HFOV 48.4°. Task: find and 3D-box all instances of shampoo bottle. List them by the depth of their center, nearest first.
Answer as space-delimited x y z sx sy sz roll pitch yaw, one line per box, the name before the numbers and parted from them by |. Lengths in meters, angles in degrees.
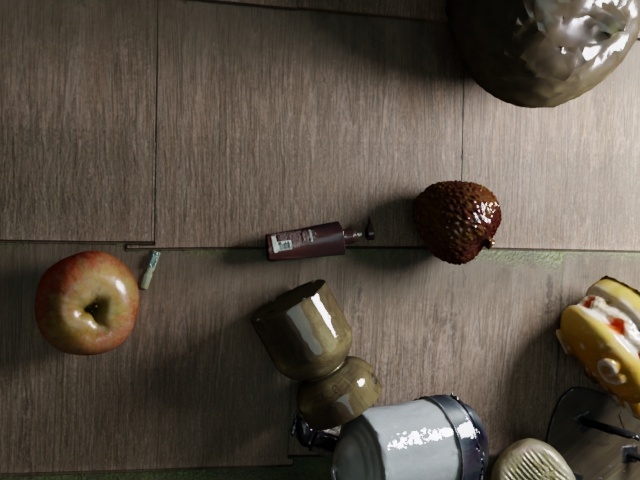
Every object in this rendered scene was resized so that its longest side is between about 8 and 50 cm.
shampoo bottle | -0.001 -0.002 1.530 0.236 0.067 0.068 -7 105 -11

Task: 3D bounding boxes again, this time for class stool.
stool | -0.009 0.235 1.484 0.179 0.179 0.264 -30 98 -8

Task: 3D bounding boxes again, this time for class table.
table | 0.676 0.502 1.593 0.317 0.249 0.317 -1 94 -11

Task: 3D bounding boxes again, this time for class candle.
candle | 0.162 0.443 1.480 0.342 0.221 0.221 -1 94 -25

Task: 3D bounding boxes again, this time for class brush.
brush | -0.357 0.062 1.493 0.016 0.013 0.084 20 91 -13

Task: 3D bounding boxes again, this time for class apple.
apple | -0.458 0.125 1.403 0.209 0.164 0.209 -4 100 -21

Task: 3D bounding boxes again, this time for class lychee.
lychee | 0.295 -0.041 1.528 0.194 0.194 0.194 -1 94 -11

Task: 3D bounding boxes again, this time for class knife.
knife | 0.103 0.472 1.589 0.365 0.043 0.089 25 91 -12

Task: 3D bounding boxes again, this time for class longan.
longan | 0.444 -0.461 1.427 0.391 0.391 0.391 -1 94 -11

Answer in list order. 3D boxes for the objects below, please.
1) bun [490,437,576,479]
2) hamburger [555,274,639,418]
bun | 0.485 0.552 1.613 0.193 0.128 0.178 43 89 13
hamburger | 0.664 0.245 1.582 0.186 0.261 0.303 -43 123 -1
